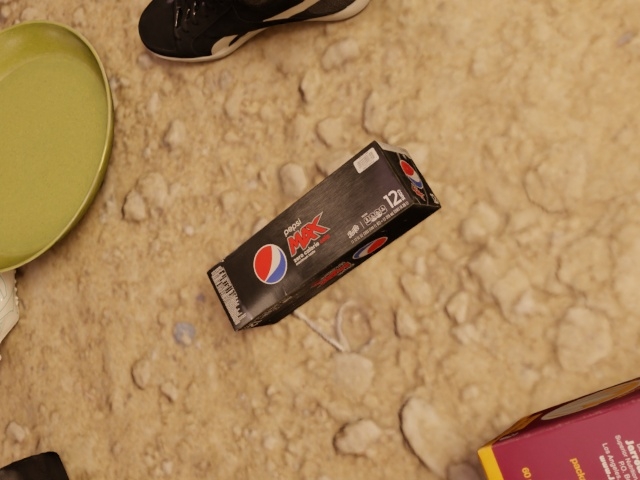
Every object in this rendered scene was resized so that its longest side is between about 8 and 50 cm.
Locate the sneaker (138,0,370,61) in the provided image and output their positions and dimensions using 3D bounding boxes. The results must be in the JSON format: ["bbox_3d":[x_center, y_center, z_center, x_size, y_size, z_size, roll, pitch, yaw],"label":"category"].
[{"bbox_3d":[-0.078,-0.196,0.555,0.216,0.121,0.079,-7,84,29],"label":"sneaker"}]

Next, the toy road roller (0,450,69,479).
[{"bbox_3d":[-0.342,0.340,0.627,0.329,0.240,0.203,-38,72,23],"label":"toy road roller"}]

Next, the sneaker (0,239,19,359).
[{"bbox_3d":[-0.324,0.051,0.732,0.053,0.061,0.152,4,72,37],"label":"sneaker"}]

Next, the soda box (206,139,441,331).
[{"bbox_3d":[0.000,0.000,0.543,0.169,0.060,0.053,-36,74,23],"label":"soda box"}]

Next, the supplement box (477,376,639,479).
[{"bbox_3d":[0.196,0.114,0.406,0.188,0.104,0.081,-27,76,26],"label":"supplement box"}]

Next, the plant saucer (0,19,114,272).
[{"bbox_3d":[-0.278,-0.085,0.695,0.240,0.037,0.241,-6,75,24],"label":"plant saucer"}]
